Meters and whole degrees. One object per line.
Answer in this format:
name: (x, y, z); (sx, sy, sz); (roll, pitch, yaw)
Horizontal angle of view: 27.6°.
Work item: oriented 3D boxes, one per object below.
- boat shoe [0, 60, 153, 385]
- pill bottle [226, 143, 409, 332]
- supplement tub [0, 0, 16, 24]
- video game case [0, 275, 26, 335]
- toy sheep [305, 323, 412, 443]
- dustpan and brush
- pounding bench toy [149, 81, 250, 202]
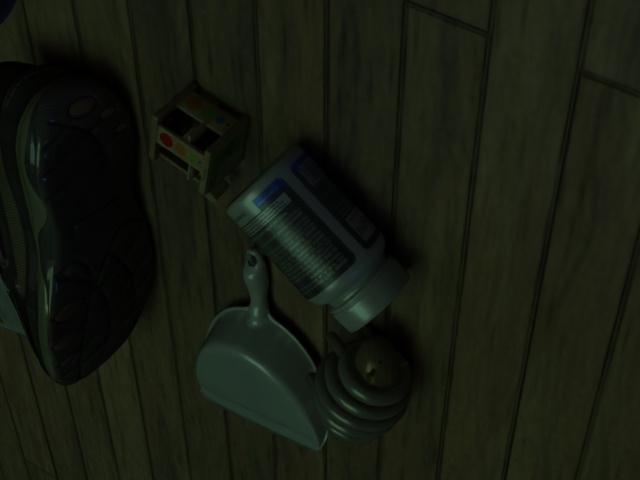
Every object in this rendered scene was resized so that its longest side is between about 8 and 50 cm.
boat shoe: (-0.242, -0.019, 1.201); (0.130, 0.132, 0.355); (35, 137, 29)
pill bottle: (0.000, 0.000, 1.001); (0.137, 0.078, 0.078); (47, 145, -5)
supplement tub: (-0.343, -0.236, 1.070); (0.198, 0.106, 0.106); (26, 142, 23)
video game case: (-0.397, 0.005, 1.448); (0.206, 0.026, 0.227); (14, 137, 35)
toy sheep: (0.033, 0.126, 1.100); (0.091, 0.091, 0.132); (34, 139, 13)
dustpan and brush: (-0.057, 0.091, 1.186); (0.147, 0.060, 0.211); (22, 147, 25)
pounding bench toy: (-0.102, -0.074, 1.047); (0.065, 0.052, 0.083); (33, 144, 14)
